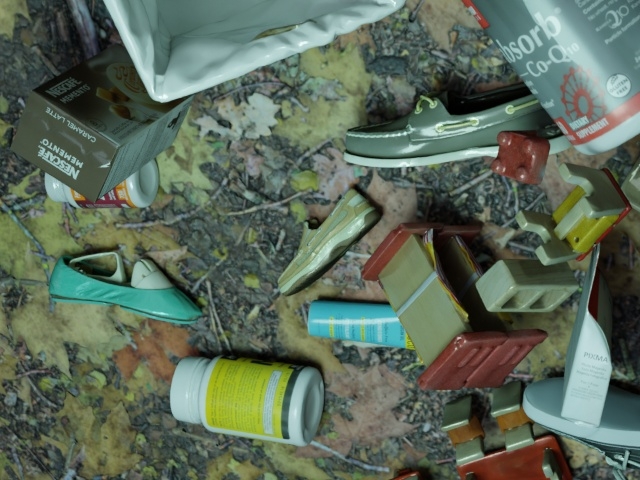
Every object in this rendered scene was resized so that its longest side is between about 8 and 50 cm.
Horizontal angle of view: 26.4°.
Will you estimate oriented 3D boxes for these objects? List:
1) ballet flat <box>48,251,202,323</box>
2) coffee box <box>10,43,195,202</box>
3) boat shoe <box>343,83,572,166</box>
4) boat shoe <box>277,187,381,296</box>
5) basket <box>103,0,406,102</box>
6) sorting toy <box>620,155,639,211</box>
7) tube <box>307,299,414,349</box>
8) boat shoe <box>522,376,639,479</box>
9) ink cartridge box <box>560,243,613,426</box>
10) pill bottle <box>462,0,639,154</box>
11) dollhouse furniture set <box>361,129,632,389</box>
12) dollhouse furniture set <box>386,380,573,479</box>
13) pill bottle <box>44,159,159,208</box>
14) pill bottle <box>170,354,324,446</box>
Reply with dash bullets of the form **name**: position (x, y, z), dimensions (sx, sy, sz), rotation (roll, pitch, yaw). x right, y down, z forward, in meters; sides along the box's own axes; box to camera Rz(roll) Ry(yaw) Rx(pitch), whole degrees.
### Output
- **ballet flat**: position (-0.295, 0.064, 2.049), dimensions (0.247, 0.083, 0.087), rotation (9, 101, 15)
- **coffee box**: position (-0.292, -0.165, 1.851), dimensions (0.141, 0.246, 0.098), rotation (32, 119, 6)
- **boat shoe**: position (0.174, -0.153, 1.767), dimensions (0.305, 0.109, 0.091), rotation (-5, 110, 16)
- **boat shoe**: position (0.000, 0.000, 1.925), dimensions (0.190, 0.068, 0.072), rotation (-43, 81, 20)
- **basket**: position (-0.110, -0.380, 1.631), dimensions (0.328, 0.266, 0.331), rotation (-22, 104, 1)
- **sorting toy**: position (0.561, -0.074, 1.697), dimensions (0.307, 0.041, 0.229), rotation (31, 115, 6)
- **tube**: position (0.087, 0.120, 1.951), dimensions (0.207, 0.052, 0.080), rotation (4, 124, 12)
- **boat shoe**: position (0.421, 0.268, 1.851), dimensions (0.306, 0.113, 0.105), rotation (9, 121, 0)
- **ink cartridge box**: position (0.359, 0.094, 1.753), dimensions (0.066, 0.189, 0.232), rotation (16, 113, 6)
- **pill bottle**: position (0.285, -0.298, 1.602), dimensions (0.210, 0.210, 0.363), rotation (-36, 96, 29)
- **dollhouse furniture set**: position (0.233, 0.008, 1.712), dimensions (0.374, 0.152, 0.201), rotation (-52, 51, 37)
- **dollhouse furniture set**: position (0.230, 0.352, 1.970), dimensions (0.259, 0.135, 0.262), rotation (-20, 104, 15)
- **pill bottle**: position (-0.320, -0.089, 1.986), dimensions (0.152, 0.086, 0.086), rotation (-1, 111, 21)
- **pill bottle**: position (-0.109, 0.234, 2.027), dimensions (0.208, 0.119, 0.119), rotation (6, 114, 17)
